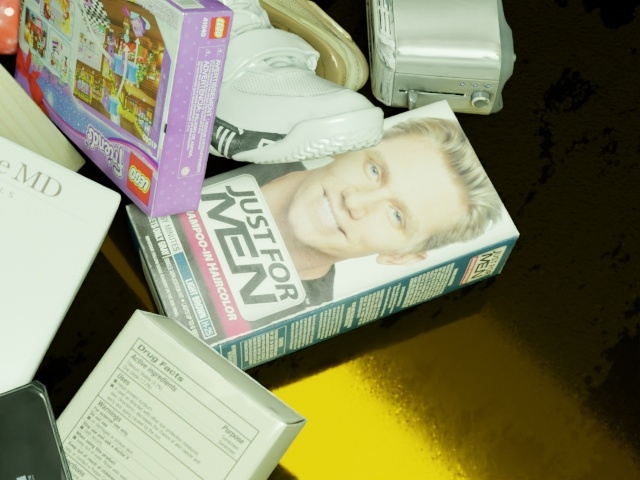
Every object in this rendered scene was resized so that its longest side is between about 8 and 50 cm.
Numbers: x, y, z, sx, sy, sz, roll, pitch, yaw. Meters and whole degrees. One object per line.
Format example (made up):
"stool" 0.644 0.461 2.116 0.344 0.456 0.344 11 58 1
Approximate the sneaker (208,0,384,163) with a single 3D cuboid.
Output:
"sneaker" -0.088 -0.202 1.010 0.365 0.210 0.137 20 26 41

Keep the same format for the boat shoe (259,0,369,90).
"boat shoe" -0.098 -0.261 1.176 0.341 0.122 0.110 40 30 11

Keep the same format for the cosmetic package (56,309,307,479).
"cosmetic package" -0.168 0.229 0.870 0.160 0.113 0.309 37 88 12

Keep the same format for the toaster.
"toaster" 0.127 -0.246 1.162 0.146 0.129 0.227 -1 66 -1

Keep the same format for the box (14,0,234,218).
"box" -0.200 -0.181 1.005 0.057 0.201 0.293 -13 40 -38

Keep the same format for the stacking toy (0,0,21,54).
"stacking toy" -0.413 -0.341 1.144 0.141 0.141 0.330 -39 85 -19

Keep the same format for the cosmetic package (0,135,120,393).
"cosmetic package" -0.377 0.122 0.909 0.230 0.161 0.453 26 64 -11

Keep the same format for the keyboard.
"keyboard" -0.240 0.210 0.818 0.108 0.023 0.180 -20 78 0

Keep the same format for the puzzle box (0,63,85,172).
"puzzle box" -0.419 -0.239 1.045 0.052 0.272 0.409 -44 74 -7

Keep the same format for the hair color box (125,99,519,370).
"hair color box" 0.000 0.000 1.049 0.347 0.105 0.174 -20 68 -13
